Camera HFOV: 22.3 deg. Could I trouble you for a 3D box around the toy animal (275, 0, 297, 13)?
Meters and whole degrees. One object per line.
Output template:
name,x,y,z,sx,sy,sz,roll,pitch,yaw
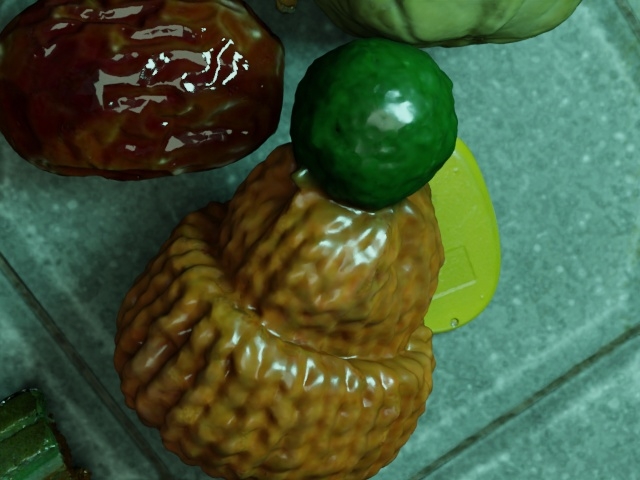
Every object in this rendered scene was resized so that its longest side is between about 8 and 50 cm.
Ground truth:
toy animal,-0.128,-0.285,1.407,0.255,0.116,0.114,12,82,-4

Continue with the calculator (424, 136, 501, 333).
calculator,0.090,-0.021,1.526,0.146,0.032,0.235,-22,108,-1

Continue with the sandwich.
sandwich,-0.299,0.261,1.506,0.235,0.079,0.159,-42,128,7

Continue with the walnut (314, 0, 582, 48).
walnut,0.099,-0.291,1.336,0.282,0.253,0.277,-13,87,5

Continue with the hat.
hat,0.000,0.000,1.382,0.285,0.285,0.400,19,111,-12

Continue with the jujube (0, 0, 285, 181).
jujube,-0.157,-0.137,1.395,0.250,0.174,0.174,2,105,-5
